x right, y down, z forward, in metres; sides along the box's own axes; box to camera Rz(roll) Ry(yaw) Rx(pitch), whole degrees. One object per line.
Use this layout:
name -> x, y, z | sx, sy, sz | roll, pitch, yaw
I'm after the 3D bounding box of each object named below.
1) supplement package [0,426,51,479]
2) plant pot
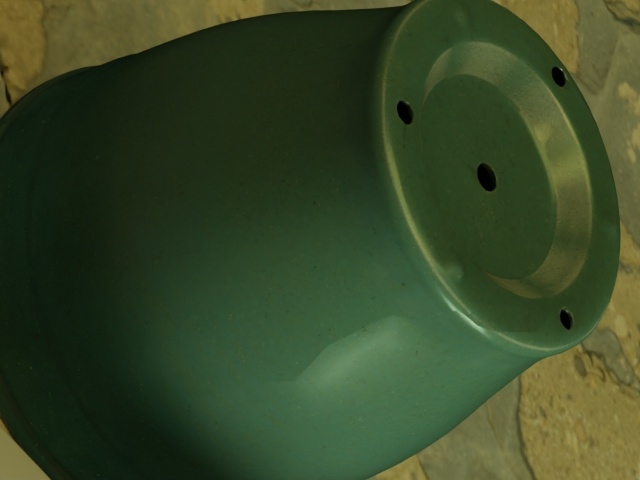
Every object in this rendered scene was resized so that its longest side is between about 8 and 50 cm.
supplement package -> -0.204, 0.205, 0.788 | 0.204, 0.145, 0.262 | 50, 44, -20
plant pot -> 0.000, 0.000, 1.015 | 0.271, 0.255, 0.272 | 21, 60, -41
